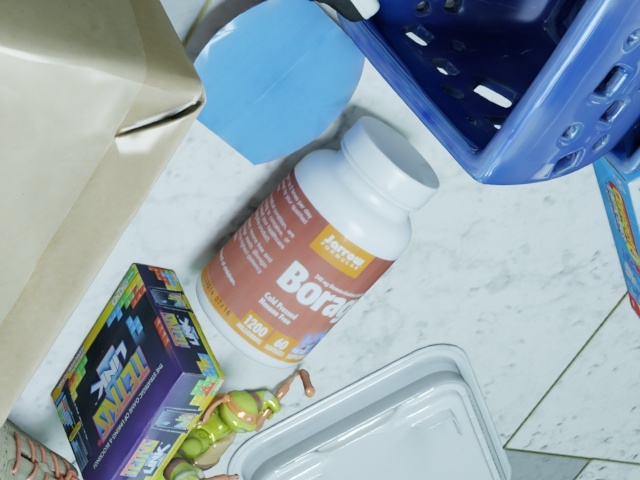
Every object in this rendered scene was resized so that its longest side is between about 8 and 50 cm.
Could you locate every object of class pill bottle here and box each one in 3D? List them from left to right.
[{"bbox_3d":[0.000,0.000,1.400,0.121,0.121,0.216,23,117,-42],"label":"pill bottle"}]

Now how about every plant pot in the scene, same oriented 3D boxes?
[{"bbox_3d":[0.190,-0.192,1.246,0.212,0.236,0.236,3,129,-40],"label":"plant pot"}]

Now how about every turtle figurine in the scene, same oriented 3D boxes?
[{"bbox_3d":[-0.129,0.204,1.519,0.217,0.087,0.269,-43,180,29],"label":"turtle figurine"}]

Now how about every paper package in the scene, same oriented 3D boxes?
[{"bbox_3d":[-0.250,-0.095,1.018,0.168,0.325,0.309,12,125,-36],"label":"paper package"}]

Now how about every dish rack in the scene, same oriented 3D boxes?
[{"bbox_3d":[0.073,0.277,1.753,0.285,0.072,0.333,-27,137,-2],"label":"dish rack"}]

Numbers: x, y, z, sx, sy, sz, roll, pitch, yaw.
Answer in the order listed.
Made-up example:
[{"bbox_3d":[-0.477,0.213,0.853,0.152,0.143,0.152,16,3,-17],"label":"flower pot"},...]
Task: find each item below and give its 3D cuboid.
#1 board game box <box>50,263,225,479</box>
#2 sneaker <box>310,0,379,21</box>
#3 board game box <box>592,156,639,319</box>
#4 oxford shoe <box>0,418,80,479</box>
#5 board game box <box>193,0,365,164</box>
[{"bbox_3d":[-0.165,0.130,1.421,0.048,0.141,0.170,13,123,-37],"label":"board game box"},{"bbox_3d":[-0.059,-0.215,1.198,0.121,0.079,0.217,-36,130,12],"label":"sneaker"},{"bbox_3d":[0.441,-0.061,1.614,0.308,0.086,0.302,-29,138,-1],"label":"board game box"},{"bbox_3d":[-0.275,0.194,1.413,0.130,0.123,0.348,0,147,5],"label":"oxford shoe"},{"bbox_3d":[-0.042,-0.139,1.310,0.133,0.033,0.169,-43,142,8],"label":"board game box"}]
